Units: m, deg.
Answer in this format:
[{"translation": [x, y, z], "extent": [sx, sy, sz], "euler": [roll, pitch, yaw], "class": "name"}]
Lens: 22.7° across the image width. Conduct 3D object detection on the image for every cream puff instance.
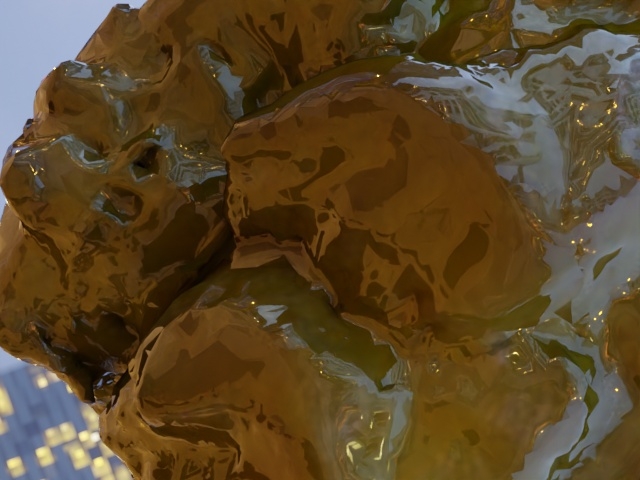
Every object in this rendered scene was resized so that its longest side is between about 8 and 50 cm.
[{"translation": [0.000, 0.000, 0.710], "extent": [0.378, 0.275, 0.378], "euler": [-52, -159, 29], "class": "cream puff"}]
